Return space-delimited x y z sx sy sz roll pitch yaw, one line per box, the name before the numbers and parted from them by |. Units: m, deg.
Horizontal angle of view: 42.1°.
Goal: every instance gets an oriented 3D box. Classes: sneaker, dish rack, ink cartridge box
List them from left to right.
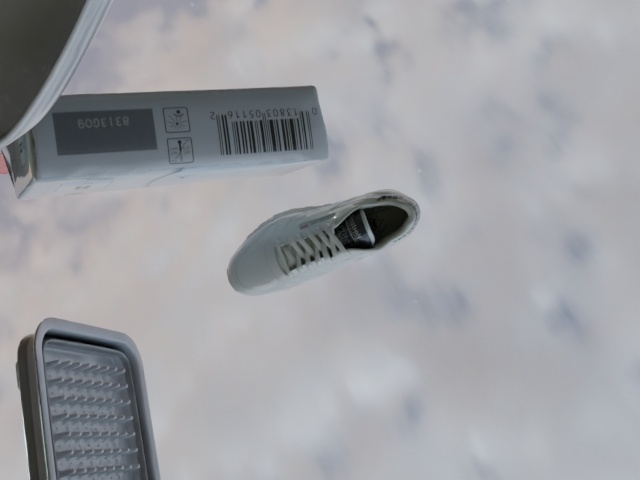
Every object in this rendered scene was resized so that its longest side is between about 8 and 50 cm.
dish rack | -0.325 0.287 1.165 0.072 0.285 0.333 -16 -107 14
ink cartridge box | -0.212 -0.091 0.991 0.385 0.308 0.091 -15 -96 63
sneaker | 0.000 0.000 0.949 0.235 0.090 0.095 -24 -173 1

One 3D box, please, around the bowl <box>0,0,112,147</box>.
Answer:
bowl | -0.133 -0.123 0.317 0.142 0.142 0.053 -54 175 24
